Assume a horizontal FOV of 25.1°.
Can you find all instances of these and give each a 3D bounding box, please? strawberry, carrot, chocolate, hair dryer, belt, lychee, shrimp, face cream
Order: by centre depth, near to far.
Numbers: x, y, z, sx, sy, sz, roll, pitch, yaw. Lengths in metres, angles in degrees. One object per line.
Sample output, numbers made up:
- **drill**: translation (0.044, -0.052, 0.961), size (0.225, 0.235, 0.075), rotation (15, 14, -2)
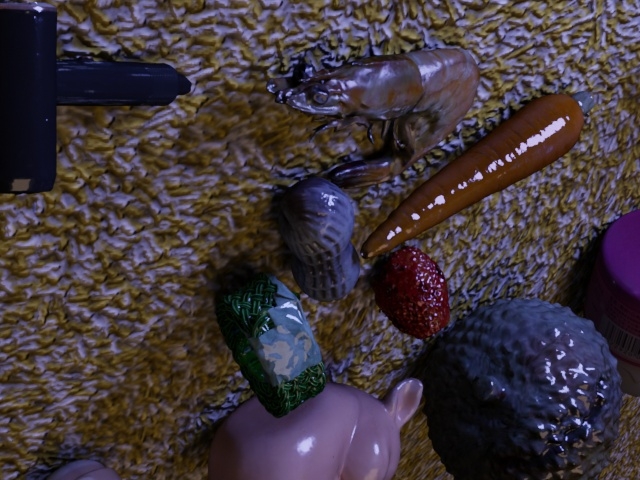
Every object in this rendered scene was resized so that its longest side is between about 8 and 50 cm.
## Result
- **hair dryer**: translation (-0.165, -0.098, 1.039), size (0.255, 0.070, 0.128), rotation (-5, 98, -60)
- **shrimp**: translation (0.036, -0.104, 1.303), size (0.296, 0.058, 0.169), rotation (-9, 138, -47)
- **chocolate**: translation (0.000, 0.000, 1.365), size (0.072, 0.072, 0.167), rotation (-33, 147, -15)
- **belt**: translation (-0.041, 0.094, 1.386), size (0.079, 0.121, 0.151), rotation (-31, 142, -15)
- **carrot**: translation (0.162, -0.067, 1.452), size (0.336, 0.069, 0.069), rotation (-34, 148, -25)
- **strawberry**: translation (0.098, 0.058, 1.527), size (0.083, 0.096, 0.083), rotation (-34, 165, -10)
- **lychee**: translation (0.248, 0.197, 1.701), size (0.255, 0.255, 0.274), rotation (-49, 138, 10)
- **face cream**: translation (0.429, 0.081, 1.845), size (0.175, 0.175, 0.195), rotation (-27, 146, -24)

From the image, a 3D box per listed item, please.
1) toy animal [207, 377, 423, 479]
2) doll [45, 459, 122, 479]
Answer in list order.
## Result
- **toy animal**: translation (-0.014, 0.230, 1.555), size (0.250, 0.166, 0.154), rotation (-9, 93, -51)
- **doll**: translation (-0.228, 0.312, 1.462), size (0.154, 0.119, 0.278), rotation (-38, 158, -7)
